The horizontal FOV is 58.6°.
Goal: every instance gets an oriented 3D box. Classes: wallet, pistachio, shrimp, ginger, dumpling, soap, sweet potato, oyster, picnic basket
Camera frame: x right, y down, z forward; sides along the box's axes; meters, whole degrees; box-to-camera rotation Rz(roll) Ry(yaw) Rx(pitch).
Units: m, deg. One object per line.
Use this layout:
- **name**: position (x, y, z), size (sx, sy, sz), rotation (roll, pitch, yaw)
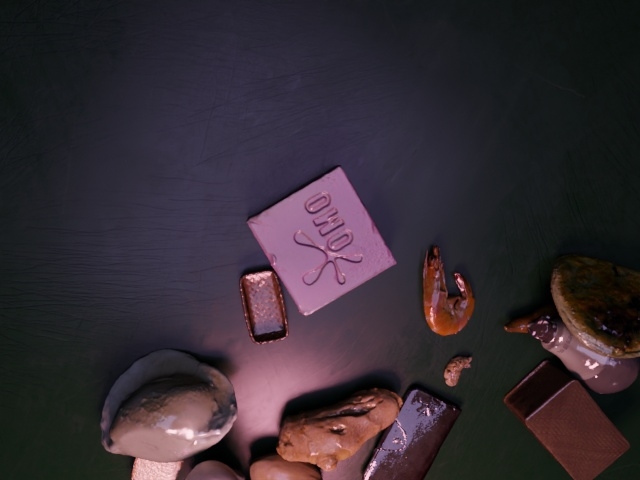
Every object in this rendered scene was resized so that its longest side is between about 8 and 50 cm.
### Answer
- **wallet**: position (0.249, 0.566, 1.574), size (0.172, 0.045, 0.318), rotation (28, 92, -9)
- **pistachio**: position (-0.084, 0.638, 1.510), size (0.225, 0.136, 0.136), rotation (27, 93, -5)
- **shrimp**: position (0.336, 0.134, 1.528), size (0.150, 0.068, 0.249), rotation (-19, 103, -15)
- **ginger**: position (0.054, 0.488, 1.499), size (0.353, 0.190, 0.126), rotation (-24, 127, -11)
- **dumpling**: position (-0.380, 0.429, 1.422), size (0.320, 0.212, 0.270), rotation (8, 93, -17)
- **soap**: position (0.000, 0.000, 1.461), size (0.285, 0.107, 0.296), rotation (-32, 97, 1)
- **sweet potato**: position (0.629, 0.206, 1.560), size (0.273, 0.067, 0.067), rotation (-14, 97, -5)
- **oyster**: position (0.382, 0.361, 1.566), size (0.080, 0.038, 0.083), rotation (-5, 95, -6)
- **picnic basket**: position (-0.147, 0.170, 1.489), size (0.110, 0.055, 0.194), rotation (-10, 97, -5)

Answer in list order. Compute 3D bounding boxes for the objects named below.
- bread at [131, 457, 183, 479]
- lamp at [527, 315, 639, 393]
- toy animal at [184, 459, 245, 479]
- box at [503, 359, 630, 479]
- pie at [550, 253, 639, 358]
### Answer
- **bread**: position (-0.435, 0.605, 1.521), size (0.126, 0.044, 0.129), rotation (17, 92, -14)
- **lamp**: position (0.703, 0.274, 1.498), size (0.314, 0.182, 0.182), rotation (40, 92, -20)
- **toy animal**: position (-0.232, 0.678, 1.417), size (0.174, 0.289, 0.249), rotation (-36, 62, -7)
- **box**: position (0.668, 0.492, 1.555), size (0.184, 0.143, 0.273), rotation (-42, 99, 1)
- **pie**: position (0.745, 0.164, 1.477), size (0.323, 0.071, 0.323), rotation (5, 53, -7)
